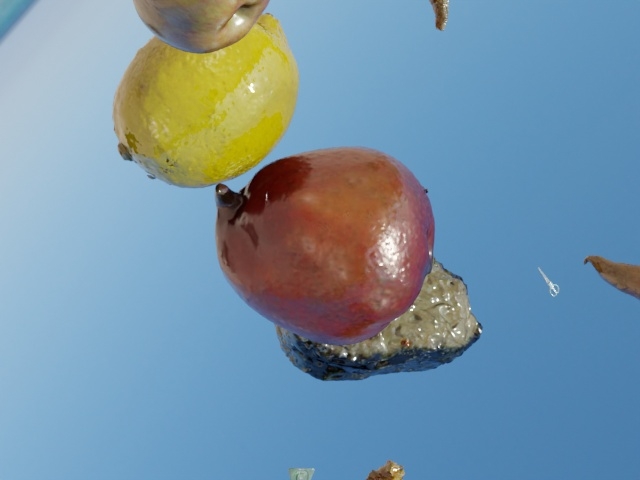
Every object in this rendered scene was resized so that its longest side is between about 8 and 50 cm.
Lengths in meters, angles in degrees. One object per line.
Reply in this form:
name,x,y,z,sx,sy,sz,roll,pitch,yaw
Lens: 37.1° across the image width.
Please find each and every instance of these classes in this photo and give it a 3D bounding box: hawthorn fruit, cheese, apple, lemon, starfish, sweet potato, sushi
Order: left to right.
apple,-0.099,-0.221,0.823,0.126,0.102,0.126,-46,175,-6
lemon,-0.156,-0.195,1.321,0.263,0.236,0.236,-26,-153,14
cheese,-0.049,0.550,2.069,0.026,0.067,0.121,-141,-121,-67
hawthorn fruit,0.011,0.013,1.357,0.311,0.295,0.295,-8,-154,-2
sushi,0.098,0.122,1.601,0.171,0.350,0.211,125,-33,-55
starfish,0.148,-0.426,1.402,0.043,0.227,0.240,-21,168,6
sweet potato,0.449,0.062,1.265,0.068,0.205,0.060,1,107,-67

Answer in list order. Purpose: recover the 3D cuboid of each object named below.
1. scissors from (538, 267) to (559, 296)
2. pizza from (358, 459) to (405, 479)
scissors,0.548,0.097,2.300,0.036,0.083,0.006,-42,-169,-35
pizza,0.069,0.470,1.579,0.226,0.086,0.335,-68,-166,-16
